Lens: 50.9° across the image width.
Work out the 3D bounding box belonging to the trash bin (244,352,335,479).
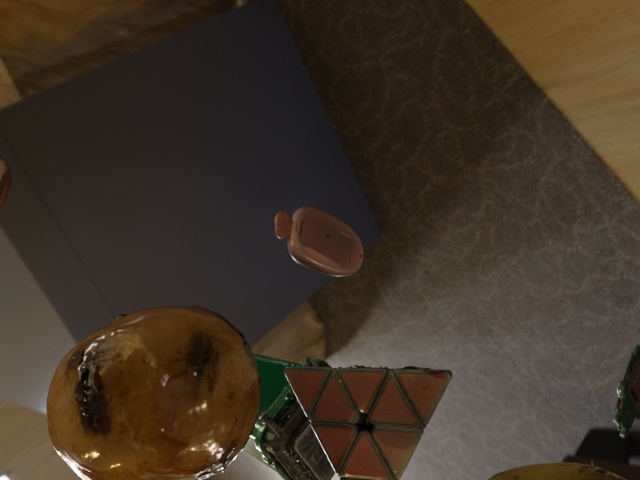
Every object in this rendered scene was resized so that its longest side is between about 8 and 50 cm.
[{"bbox_3d":[-0.123,0.406,1.623,0.381,0.259,0.295,8,138,43],"label":"trash bin"}]

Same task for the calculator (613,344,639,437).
[{"bbox_3d":[0.485,0.235,1.045,0.019,0.141,0.094,2,139,47],"label":"calculator"}]

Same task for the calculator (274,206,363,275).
[{"bbox_3d":[0.000,0.000,1.066,0.166,0.103,0.024,23,149,-27],"label":"calculator"}]

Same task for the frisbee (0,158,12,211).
[{"bbox_3d":[-0.406,0.018,0.701,0.251,0.250,0.021,-3,143,46],"label":"frisbee"}]

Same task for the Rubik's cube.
[{"bbox_3d":[0.103,0.308,1.181,0.229,0.228,0.233,44,157,60],"label":"Rubik's cube"}]

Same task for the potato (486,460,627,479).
[{"bbox_3d":[0.330,0.398,0.853,0.299,0.239,0.116,7,154,14],"label":"potato"}]

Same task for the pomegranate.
[{"bbox_3d":[-0.250,0.241,1.033,0.322,0.322,0.322,26,137,28],"label":"pomegranate"}]
